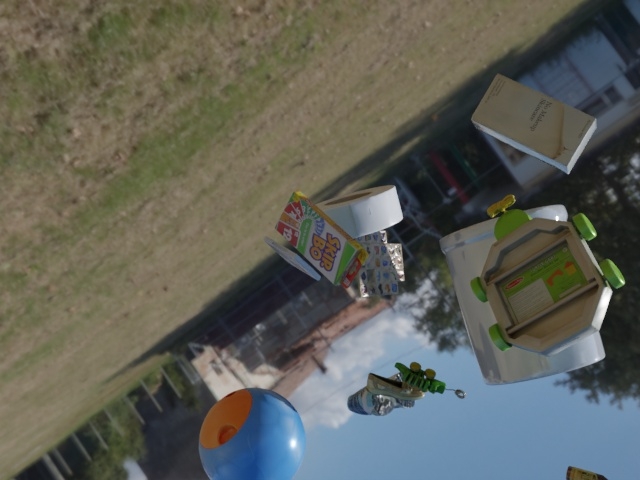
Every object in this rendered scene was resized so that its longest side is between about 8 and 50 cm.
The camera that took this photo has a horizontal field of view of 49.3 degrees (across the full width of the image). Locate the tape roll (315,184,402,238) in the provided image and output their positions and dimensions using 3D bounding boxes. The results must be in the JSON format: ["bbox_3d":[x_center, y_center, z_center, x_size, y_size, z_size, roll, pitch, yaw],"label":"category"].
[{"bbox_3d":[0.093,-0.076,2.031,0.286,0.100,0.286,-15,-172,2],"label":"tape roll"}]

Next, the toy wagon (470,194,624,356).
[{"bbox_3d":[0.432,0.054,1.400,0.267,0.344,0.068,-36,136,25],"label":"toy wagon"}]

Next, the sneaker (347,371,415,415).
[{"bbox_3d":[0.178,0.448,2.041,0.122,0.110,0.283,-14,168,33],"label":"sneaker"}]

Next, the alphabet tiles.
[{"bbox_3d":[0.182,0.067,2.110,0.009,0.198,0.237,-9,174,39],"label":"alphabet tiles"}]

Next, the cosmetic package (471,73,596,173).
[{"bbox_3d":[0.612,-0.337,2.011,0.160,0.309,0.113,-61,157,5],"label":"cosmetic package"}]

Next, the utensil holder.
[{"bbox_3d":[0.511,0.139,1.763,0.327,0.386,0.327,-15,172,-2],"label":"utensil holder"}]

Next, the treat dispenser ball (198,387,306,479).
[{"bbox_3d":[-0.183,0.542,1.881,0.288,0.288,0.288,-35,177,-2],"label":"treat dispenser ball"}]

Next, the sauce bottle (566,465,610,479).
[{"bbox_3d":[0.698,0.614,1.789,0.128,0.042,0.042,6,-159,31],"label":"sauce bottle"}]

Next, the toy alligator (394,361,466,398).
[{"bbox_3d":[0.267,0.354,1.722,0.051,0.189,0.056,-44,155,-60],"label":"toy alligator"}]

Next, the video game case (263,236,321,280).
[{"bbox_3d":[-0.084,0.055,2.099,0.019,0.143,0.157,-55,141,-8],"label":"video game case"}]

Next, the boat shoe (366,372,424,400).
[{"bbox_3d":[0.196,0.377,1.808,0.153,0.048,0.056,9,-169,6],"label":"boat shoe"}]

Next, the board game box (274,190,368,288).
[{"bbox_3d":[0.000,0.000,1.777,0.039,0.259,0.124,-19,145,-54],"label":"board game box"}]
